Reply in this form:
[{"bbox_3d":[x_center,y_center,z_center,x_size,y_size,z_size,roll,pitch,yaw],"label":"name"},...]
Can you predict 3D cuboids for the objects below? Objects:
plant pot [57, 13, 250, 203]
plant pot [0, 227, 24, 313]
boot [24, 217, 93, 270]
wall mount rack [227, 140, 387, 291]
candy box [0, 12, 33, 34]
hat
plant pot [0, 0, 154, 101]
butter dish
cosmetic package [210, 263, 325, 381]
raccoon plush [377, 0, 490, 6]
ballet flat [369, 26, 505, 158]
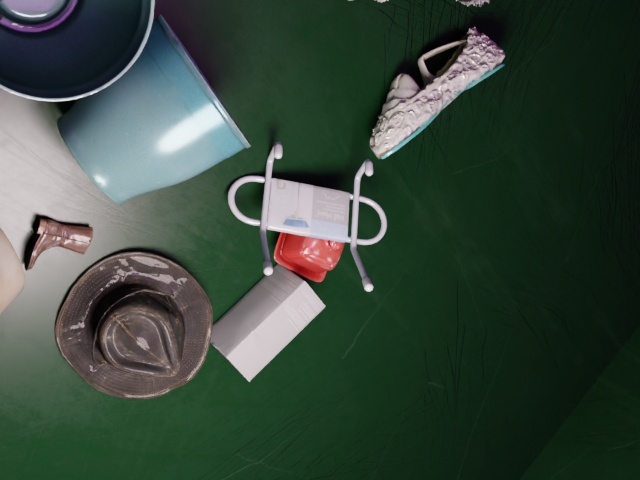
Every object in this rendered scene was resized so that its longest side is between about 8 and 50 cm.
[{"bbox_3d":[-0.303,-0.207,1.399,0.255,0.272,0.272,-34,126,1],"label":"plant pot"},{"bbox_3d":[-0.647,0.073,1.270,0.280,0.323,0.323,-39,128,-36],"label":"plant pot"},{"bbox_3d":[-0.486,0.016,1.497,0.114,0.037,0.106,14,103,-42],"label":"boot"},{"bbox_3d":[-0.011,-0.037,1.623,0.350,0.130,0.304,9,66,-14],"label":"wall mount rack"},{"bbox_3d":[-0.524,-0.379,1.292,0.109,0.053,0.187,-7,114,-31],"label":"candy box"},{"bbox_3d":[-0.346,0.192,1.581,0.331,0.134,0.331,-8,109,-24],"label":"hat"},{"bbox_3d":[-0.421,-0.377,1.199,0.293,0.196,0.293,-14,121,-25],"label":"plant pot"},{"bbox_3d":[0.000,0.000,1.747,0.160,0.118,0.160,28,75,-38],"label":"butter dish"},{"bbox_3d":[-0.123,0.175,1.749,0.238,0.127,0.107,-45,127,-8],"label":"cosmetic package"},{"bbox_3d":[0.216,-0.578,1.677,0.446,0.299,0.216,-12,103,-65],"label":"raccoon plush"},{"bbox_3d":[0.238,-0.340,1.796,0.409,0.147,0.147,-39,126,-18],"label":"ballet flat"}]
